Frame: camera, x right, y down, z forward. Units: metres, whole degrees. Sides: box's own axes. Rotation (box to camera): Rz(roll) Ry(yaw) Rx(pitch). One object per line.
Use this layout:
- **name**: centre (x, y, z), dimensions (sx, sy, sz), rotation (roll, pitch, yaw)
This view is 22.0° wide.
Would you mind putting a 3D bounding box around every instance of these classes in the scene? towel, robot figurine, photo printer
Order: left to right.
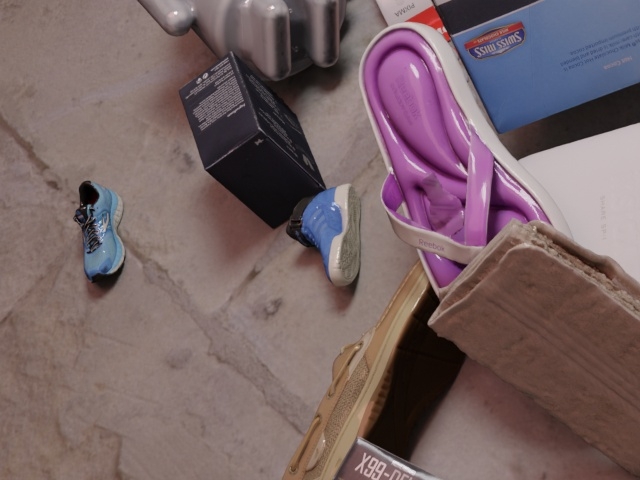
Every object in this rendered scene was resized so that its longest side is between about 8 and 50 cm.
- **robot figurine**: centre (-0.097, -0.349, 2.212), dimensions (0.300, 0.199, 0.353), rotation (-16, 40, -23)
- **towel**: centre (0.254, 0.103, 1.570), dimensions (0.187, 0.282, 0.049), rotation (-49, 5, 48)
- **photo printer**: centre (0.354, -0.007, 1.704), dimensions (0.308, 0.107, 0.256), rotation (-15, 53, 28)

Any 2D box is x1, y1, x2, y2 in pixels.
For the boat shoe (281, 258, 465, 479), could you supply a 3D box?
- **boat shoe**: centre (0.060, 0.150, 1.805), dimensions (0.110, 0.122, 0.341), rotation (18, 74, 42)

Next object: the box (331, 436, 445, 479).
- **box**: centre (0.109, 0.365, 1.594), dimensions (0.307, 0.076, 0.242), rotation (23, 75, 27)

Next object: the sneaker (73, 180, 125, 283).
- **sneaker**: centre (-0.311, -0.013, 2.229), dimensions (0.063, 0.073, 0.162), rotation (-26, 48, 20)

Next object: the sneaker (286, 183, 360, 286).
- **sneaker**: centre (0.000, 0.001, 1.996), dimensions (0.085, 0.058, 0.152), rotation (-15, 49, 22)

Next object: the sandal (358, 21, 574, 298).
- **sandal**: centre (0.126, -0.053, 1.716), dimensions (0.169, 0.102, 0.416), rotation (-47, 55, 31)

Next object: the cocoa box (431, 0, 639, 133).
- **cocoa box**: centre (0.319, -0.304, 1.800), dimensions (0.347, 0.228, 0.231), rotation (-20, 18, 25)

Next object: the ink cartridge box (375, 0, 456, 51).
- **ink cartridge box**: centre (0.156, -0.333, 2.119), dimensions (0.181, 0.056, 0.224), rotation (-28, 46, 19)

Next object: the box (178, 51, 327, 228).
- **box**: centre (-0.087, -0.127, 2.081), dimensions (0.093, 0.156, 0.158), rotation (-34, 46, 14)
